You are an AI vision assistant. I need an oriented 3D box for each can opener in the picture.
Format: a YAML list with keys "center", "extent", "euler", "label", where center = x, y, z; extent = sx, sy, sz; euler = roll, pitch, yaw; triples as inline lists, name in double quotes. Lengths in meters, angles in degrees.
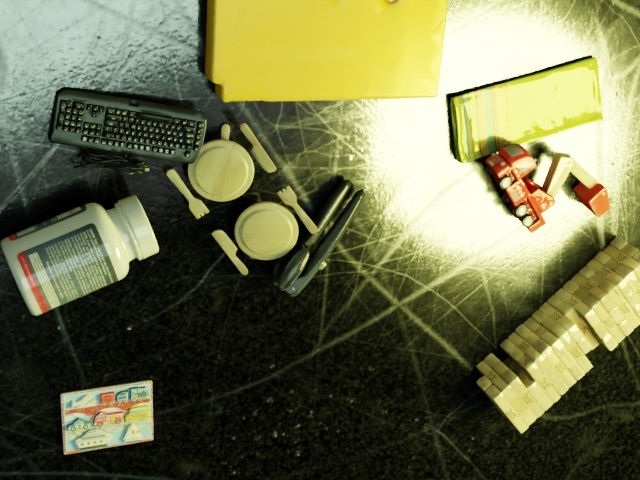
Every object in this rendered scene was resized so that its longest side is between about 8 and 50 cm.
- center: [0.000, 0.000, 1.763]
  extent: [0.059, 0.073, 0.186]
  euler: [41, 83, -21]
  label: "can opener"

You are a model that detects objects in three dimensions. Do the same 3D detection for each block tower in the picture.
- center: [0.390, 0.138, 1.952]
  extent: [0.335, 0.091, 0.097]
  euler: [-41, 120, -2]
  label: "block tower"

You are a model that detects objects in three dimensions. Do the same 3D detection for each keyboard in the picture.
- center: [-0.243, -0.128, 1.610]
  extent: [0.192, 0.038, 0.100]
  euler: [7, 108, -14]
  label: "keyboard"

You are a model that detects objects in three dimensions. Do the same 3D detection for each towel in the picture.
- center: [0.299, -0.187, 1.823]
  extent: [0.237, 0.021, 0.102]
  euler: [-17, 117, -15]
  label: "towel"

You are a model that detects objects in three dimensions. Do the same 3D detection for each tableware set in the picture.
- center: [-0.104, -0.058, 1.706]
  extent: [0.128, 0.039, 0.194]
  euler: [-31, 114, 10]
  label: "tableware set"

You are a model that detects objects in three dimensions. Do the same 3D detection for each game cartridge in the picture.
- center: [0.013, -0.323, 1.644]
  extent: [0.324, 0.052, 0.285]
  euler: [-2, 112, -18]
  label: "game cartridge"

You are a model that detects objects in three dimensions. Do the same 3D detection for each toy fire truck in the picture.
- center: [0.334, -0.083, 1.853]
  extent: [0.135, 0.047, 0.192]
  euler: [-36, 128, 1]
  label: "toy fire truck"

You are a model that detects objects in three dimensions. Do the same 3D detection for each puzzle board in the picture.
- center: [-0.297, 0.248, 1.771]
  extent: [0.128, 0.011, 0.096]
  euler: [-6, 113, -19]
  label: "puzzle board"

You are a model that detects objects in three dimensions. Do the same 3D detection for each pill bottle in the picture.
- center: [-0.304, 0.014, 1.617]
  extent: [0.180, 0.108, 0.108]
  euler: [-23, 117, -11]
  label: "pill bottle"
